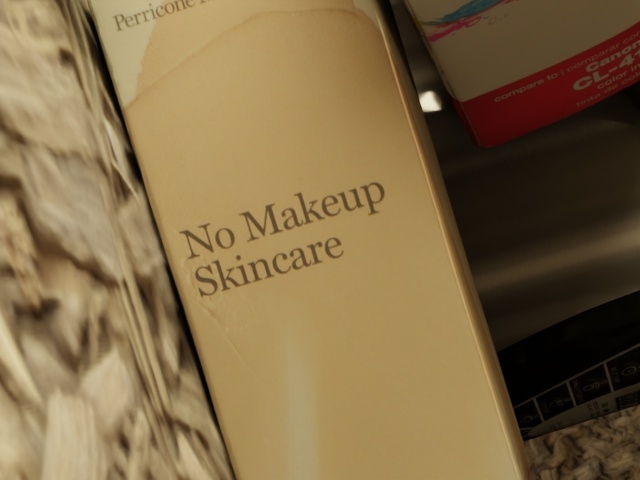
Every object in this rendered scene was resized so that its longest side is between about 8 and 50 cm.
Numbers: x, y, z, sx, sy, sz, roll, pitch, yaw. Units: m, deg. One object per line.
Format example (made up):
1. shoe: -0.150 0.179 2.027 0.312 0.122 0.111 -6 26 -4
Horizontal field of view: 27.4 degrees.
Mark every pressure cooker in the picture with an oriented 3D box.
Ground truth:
1. pressure cooker: 0.175 -0.060 1.000 0.370 0.420 0.375 -91 163 -62

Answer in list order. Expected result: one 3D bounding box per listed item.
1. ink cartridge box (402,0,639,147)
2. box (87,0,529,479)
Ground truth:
1. ink cartridge box: 0.071 -0.220 0.688 0.306 0.131 0.226 52 18 -64
2. box: 0.000 0.000 0.698 0.121 0.148 0.311 -38 110 -81
